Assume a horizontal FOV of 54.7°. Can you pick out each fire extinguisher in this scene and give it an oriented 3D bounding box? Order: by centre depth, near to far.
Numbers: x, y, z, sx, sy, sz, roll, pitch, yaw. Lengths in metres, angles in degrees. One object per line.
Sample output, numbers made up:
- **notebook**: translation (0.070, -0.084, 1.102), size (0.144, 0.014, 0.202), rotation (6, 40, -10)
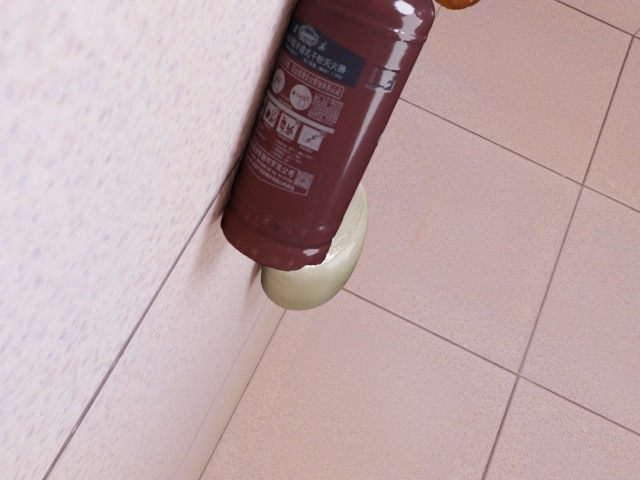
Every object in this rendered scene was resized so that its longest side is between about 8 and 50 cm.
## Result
- **fire extinguisher**: translation (0.018, -0.130, 0.542), size (0.114, 0.135, 0.338), rotation (-14, 135, -48)

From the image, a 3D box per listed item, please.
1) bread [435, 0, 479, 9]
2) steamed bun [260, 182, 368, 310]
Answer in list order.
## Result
- **bread**: translation (0.227, -0.448, 0.927), size (0.199, 0.104, 0.199), rotation (-26, 149, -17)
- **steamed bun**: translation (0.000, 0.000, 1.104), size (0.200, 0.154, 0.250), rotation (112, 2, -56)
